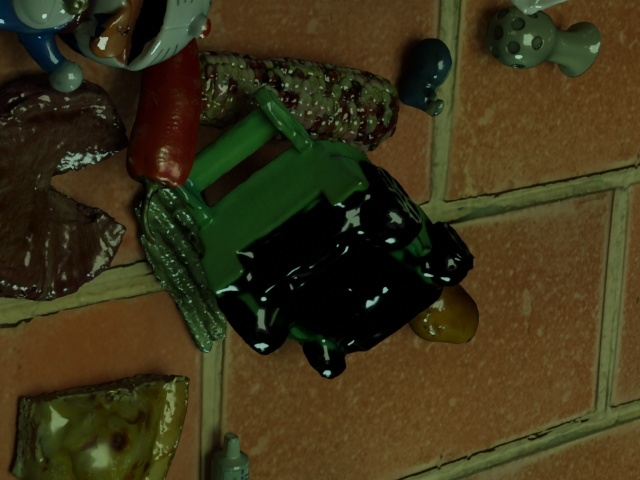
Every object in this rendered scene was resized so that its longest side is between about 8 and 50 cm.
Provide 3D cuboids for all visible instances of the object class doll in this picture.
[{"bbox_3d":[-0.212,-0.238,1.679,0.257,0.161,0.215,-6,121,-36],"label":"doll"},{"bbox_3d":[0.119,-0.182,2.074,0.050,0.076,0.083,16,102,-15],"label":"doll"}]

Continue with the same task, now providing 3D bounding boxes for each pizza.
[{"bbox_3d":[-0.215,0.237,1.886,0.188,0.080,0.204,0,104,-43],"label":"pizza"}]

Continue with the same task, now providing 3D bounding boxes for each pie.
[{"bbox_3d":[-0.263,-0.046,1.767,0.204,0.054,0.218,-22,117,-37],"label":"pie"}]

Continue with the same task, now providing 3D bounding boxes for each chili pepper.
[{"bbox_3d":[-0.149,-0.130,1.794,0.071,0.063,0.272,14,74,-37],"label":"chili pepper"}]

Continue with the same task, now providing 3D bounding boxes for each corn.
[{"bbox_3d":[-0.033,-0.145,1.924,0.280,0.092,0.092,6,99,-42],"label":"corn"}]

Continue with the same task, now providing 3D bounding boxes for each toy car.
[{"bbox_3d":[0.000,0.000,1.932,0.213,0.176,0.359,-38,153,12],"label":"toy car"}]

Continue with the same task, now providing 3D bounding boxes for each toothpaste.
[{"bbox_3d":[-0.101,0.308,2.044,0.064,0.041,0.218,-18,122,-40],"label":"toothpaste"}]

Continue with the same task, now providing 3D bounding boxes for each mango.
[{"bbox_3d":[0.140,0.083,2.178,0.127,0.063,0.077,27,79,-49],"label":"mango"}]

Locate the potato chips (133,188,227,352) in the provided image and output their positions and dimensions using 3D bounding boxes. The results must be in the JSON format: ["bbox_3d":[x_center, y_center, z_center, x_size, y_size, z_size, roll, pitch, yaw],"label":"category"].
[{"bbox_3d":[-0.130,0.021,1.930,0.092,0.028,0.207,-42,126,-24],"label":"potato chips"}]

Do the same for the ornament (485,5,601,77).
[{"bbox_3d":[0.253,-0.233,2.178,0.156,0.081,0.075,3,138,-45],"label":"ornament"}]

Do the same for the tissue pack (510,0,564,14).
[{"bbox_3d":[0.218,-0.441,1.885,0.356,0.194,0.266,-87,153,-47],"label":"tissue pack"}]
